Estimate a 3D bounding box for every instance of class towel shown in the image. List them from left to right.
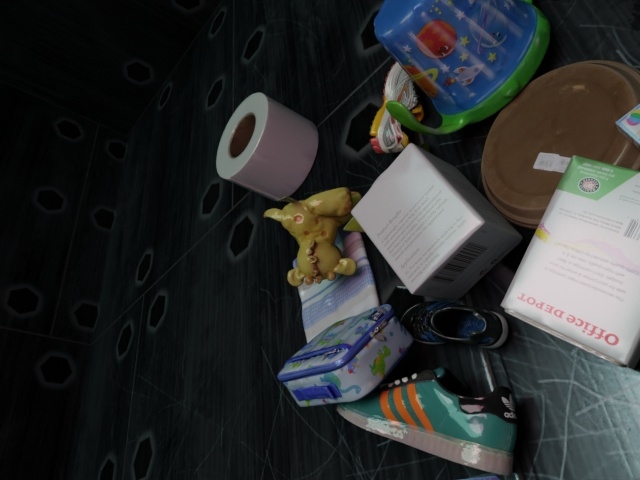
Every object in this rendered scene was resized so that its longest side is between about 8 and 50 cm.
[{"bbox_3d":[0.026,0.097,1.096,0.209,0.034,0.285,-41,42,32],"label":"towel"}]

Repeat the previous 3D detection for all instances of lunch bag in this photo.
[{"bbox_3d":[0.037,0.199,0.876,0.176,0.090,0.219,-37,4,-37],"label":"lunch bag"}]

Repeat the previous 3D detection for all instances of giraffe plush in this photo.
[{"bbox_3d":[0.000,0.000,1.044,0.181,0.210,0.170,-19,82,38],"label":"giraffe plush"}]

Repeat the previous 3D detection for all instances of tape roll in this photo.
[{"bbox_3d":[-0.145,-0.247,1.395,0.246,0.169,0.246,-29,51,42],"label":"tape roll"}]

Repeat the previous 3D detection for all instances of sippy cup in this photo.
[{"bbox_3d":[0.222,-0.353,0.885,0.240,0.224,0.305,-30,39,47],"label":"sippy cup"}]

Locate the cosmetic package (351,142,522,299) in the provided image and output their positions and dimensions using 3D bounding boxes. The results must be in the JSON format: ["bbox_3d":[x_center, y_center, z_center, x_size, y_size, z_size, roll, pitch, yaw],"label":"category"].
[{"bbox_3d":[0.179,-0.025,0.820,0.151,0.151,0.184,-49,54,24],"label":"cosmetic package"}]

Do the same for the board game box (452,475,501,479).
[{"bbox_3d":[0.194,0.396,0.706,0.168,0.033,0.133,-31,48,41],"label":"board game box"}]

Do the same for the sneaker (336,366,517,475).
[{"bbox_3d":[0.154,0.248,0.787,0.302,0.108,0.121,1,70,46],"label":"sneaker"}]

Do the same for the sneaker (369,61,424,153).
[{"bbox_3d":[0.180,-0.280,1.073,0.092,0.088,0.225,10,79,34],"label":"sneaker"}]

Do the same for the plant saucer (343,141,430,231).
[{"bbox_3d":[0.139,-0.091,0.969,0.188,0.045,0.188,-50,-6,23],"label":"plant saucer"}]

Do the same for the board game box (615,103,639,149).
[{"bbox_3d":[0.461,-0.158,0.626,0.154,0.026,0.103,-40,53,20],"label":"board game box"}]

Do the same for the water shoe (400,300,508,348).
[{"bbox_3d":[0.191,0.123,0.818,0.203,0.080,0.073,-8,65,51],"label":"water shoe"}]

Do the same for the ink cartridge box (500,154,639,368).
[{"bbox_3d":[0.342,0.026,0.631,0.154,0.093,0.212,27,93,39],"label":"ink cartridge box"}]

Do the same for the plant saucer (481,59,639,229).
[{"bbox_3d":[0.358,-0.150,0.785,0.278,0.041,0.278,-28,51,42],"label":"plant saucer"}]
